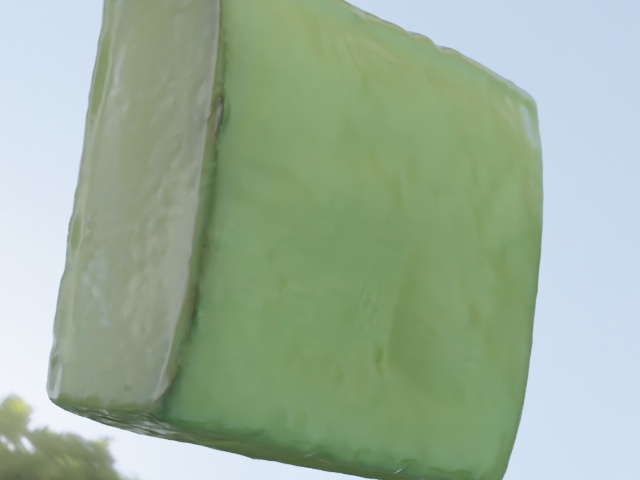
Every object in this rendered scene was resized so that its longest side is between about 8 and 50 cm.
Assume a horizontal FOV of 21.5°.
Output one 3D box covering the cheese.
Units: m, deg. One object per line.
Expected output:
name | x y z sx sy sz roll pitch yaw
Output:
cheese | 0.000 0.000 0.911 0.265 0.124 0.243 18 -103 -42
